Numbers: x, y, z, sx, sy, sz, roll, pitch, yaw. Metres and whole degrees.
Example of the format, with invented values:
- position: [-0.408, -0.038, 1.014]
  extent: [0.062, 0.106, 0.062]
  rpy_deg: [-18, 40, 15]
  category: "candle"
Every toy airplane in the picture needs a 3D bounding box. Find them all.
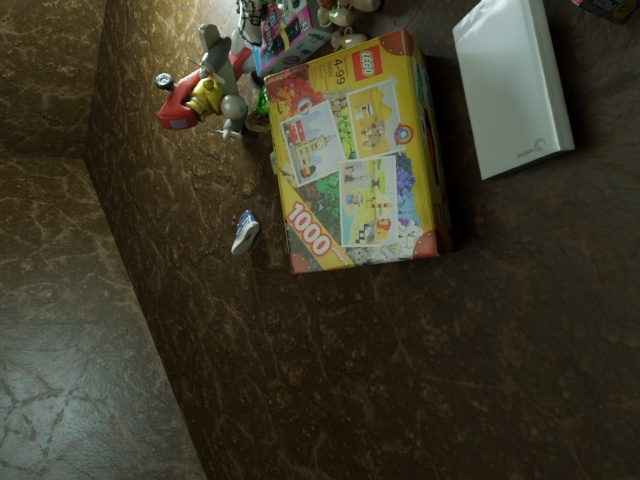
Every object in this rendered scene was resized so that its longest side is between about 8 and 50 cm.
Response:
- position: [-0.331, -0.522, 1.668]
  extent: [0.272, 0.386, 0.384]
  rpy_deg: [46, 119, 20]
  category: "toy airplane"

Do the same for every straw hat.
- position: [-0.184, -0.410, 1.702]
  extent: [0.144, 0.144, 0.061]
  rpy_deg: [46, 170, 36]
  category: "straw hat"

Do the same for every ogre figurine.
- position: [-0.165, -0.481, 1.634]
  extent: [0.197, 0.097, 0.118]
  rpy_deg: [16, 84, 38]
  category: "ogre figurine"

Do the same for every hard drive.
- position: [0.378, -0.321, 0.991]
  extent: [0.233, 0.047, 0.353]
  rpy_deg: [158, 102, -71]
  category: "hard drive"

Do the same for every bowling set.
- position: [0.051, -0.653, 1.288]
  extent: [0.154, 0.200, 0.287]
  rpy_deg: [36, 118, 43]
  category: "bowling set"

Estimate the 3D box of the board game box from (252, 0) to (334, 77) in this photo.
- position: [-0.104, -0.684, 1.544]
  extent: [0.303, 0.097, 0.224]
  rpy_deg: [-19, 80, 51]
  category: "board game box"

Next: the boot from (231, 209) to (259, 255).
- position: [-0.301, -0.028, 1.911]
  extent: [0.190, 0.069, 0.086]
  rpy_deg: [-50, 50, 32]
  category: "boot"

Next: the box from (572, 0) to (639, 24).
- position: [0.472, -0.573, 0.795]
  extent: [0.290, 0.177, 0.279]
  rpy_deg: [60, 136, 26]
  category: "box"

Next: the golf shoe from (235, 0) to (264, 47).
- position: [-0.217, -0.712, 1.543]
  extent: [0.094, 0.077, 0.198]
  rpy_deg: [-31, 72, 48]
  category: "golf shoe"

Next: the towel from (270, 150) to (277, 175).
- position: [-0.156, -0.278, 1.732]
  extent: [0.060, 0.009, 0.083]
  rpy_deg: [-31, 71, 49]
  category: "towel"

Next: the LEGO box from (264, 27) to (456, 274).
- position: [0.095, -0.188, 1.198]
  extent: [0.372, 0.193, 0.500]
  rpy_deg: [-10, 87, 26]
  category: "LEGO box"
